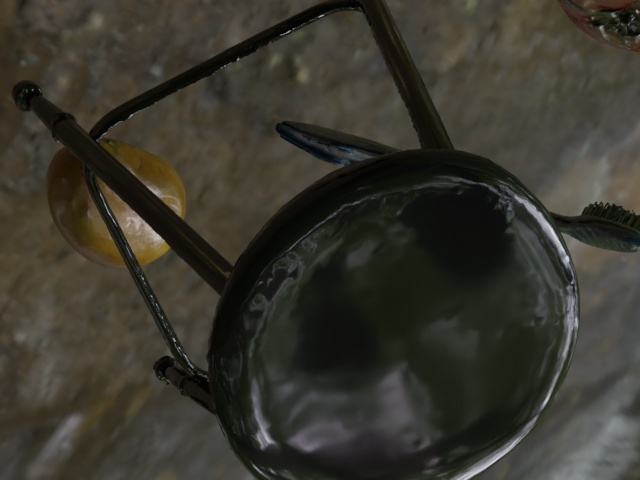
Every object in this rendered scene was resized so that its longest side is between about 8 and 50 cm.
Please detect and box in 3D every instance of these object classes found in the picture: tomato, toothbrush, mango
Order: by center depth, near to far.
[{"bbox_3d":[0.115,-0.057,1.272,0.042,0.413,0.035,-49,140,-29],"label":"toothbrush"},{"bbox_3d":[-0.231,-0.049,1.569,0.147,0.109,0.227,-28,149,-2],"label":"mango"},{"bbox_3d":[0.399,-0.306,1.732,0.237,0.236,0.095,53,46,-63],"label":"tomato"}]

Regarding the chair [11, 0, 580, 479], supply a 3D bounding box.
[{"bbox_3d":[0.000,0.000,1.212,0.361,0.410,0.365,-27,120,-9],"label":"chair"}]
